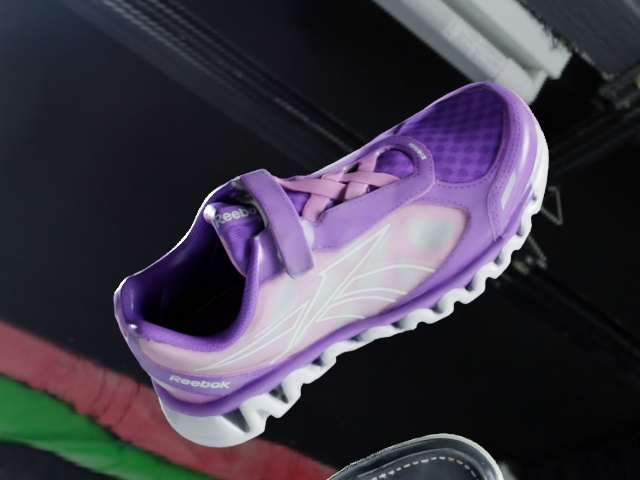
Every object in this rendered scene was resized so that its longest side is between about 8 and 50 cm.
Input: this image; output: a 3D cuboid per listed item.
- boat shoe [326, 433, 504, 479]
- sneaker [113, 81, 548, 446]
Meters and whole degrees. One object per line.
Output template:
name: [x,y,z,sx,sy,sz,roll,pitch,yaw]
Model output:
boat shoe: [-0.019,0.338,0.914,0.500,0.187,0.156,-27,-20,-21]
sneaker: [0.000,0.000,0.469,0.236,0.095,0.104,-37,-42,3]
